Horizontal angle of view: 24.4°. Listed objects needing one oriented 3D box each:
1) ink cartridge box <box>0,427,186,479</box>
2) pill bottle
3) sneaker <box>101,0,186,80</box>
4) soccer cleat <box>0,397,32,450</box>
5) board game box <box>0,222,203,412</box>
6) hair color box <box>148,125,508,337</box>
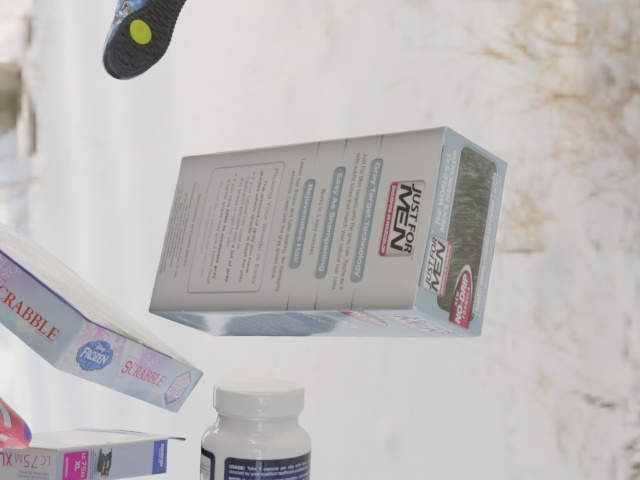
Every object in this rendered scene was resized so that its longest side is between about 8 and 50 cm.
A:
[{"bbox_3d":[-0.351,0.307,2.110,0.186,0.311,0.065,0,89,29],"label":"ink cartridge box"},{"bbox_3d":[-0.090,0.325,2.013,0.153,0.153,0.264,-161,73,-67],"label":"pill bottle"},{"bbox_3d":[-0.227,-0.267,1.834,0.082,0.069,0.209,-21,37,42],"label":"sneaker"},{"bbox_3d":[-0.447,0.165,1.768,0.095,0.248,0.083,-65,6,-31],"label":"soccer cleat"},{"bbox_3d":[-0.323,0.064,1.713,0.319,0.318,0.066,35,88,22],"label":"board game box"},{"bbox_3d":[0.000,0.000,1.536,0.375,0.114,0.185,-3,70,43],"label":"hair color box"}]
